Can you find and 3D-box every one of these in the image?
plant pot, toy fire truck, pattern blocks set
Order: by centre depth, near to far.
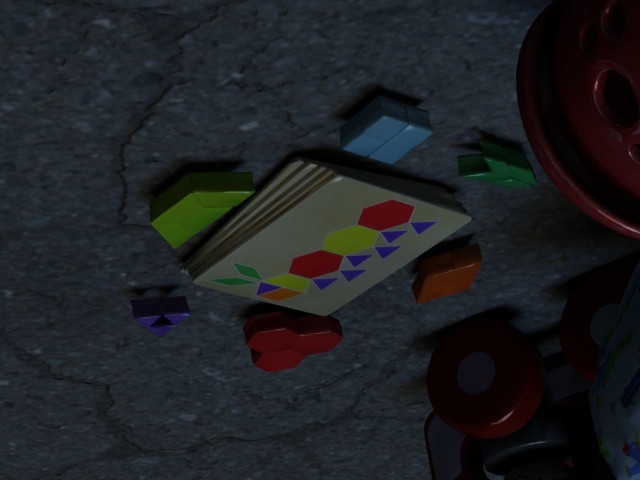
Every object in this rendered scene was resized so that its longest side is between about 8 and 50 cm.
[{"bbox_3d":[0.223,-0.104,1.029,0.191,0.191,0.174,6,156,-26],"label":"plant pot"},{"bbox_3d":[0.000,0.000,1.307,0.325,0.026,0.285,-29,146,32],"label":"pattern blocks set"},{"bbox_3d":[0.232,0.183,1.474,0.302,0.253,0.169,-23,148,23],"label":"toy fire truck"}]

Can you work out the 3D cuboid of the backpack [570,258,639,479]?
[{"bbox_3d":[0.351,0.041,1.226,0.290,0.273,0.355,3,147,-12],"label":"backpack"}]
